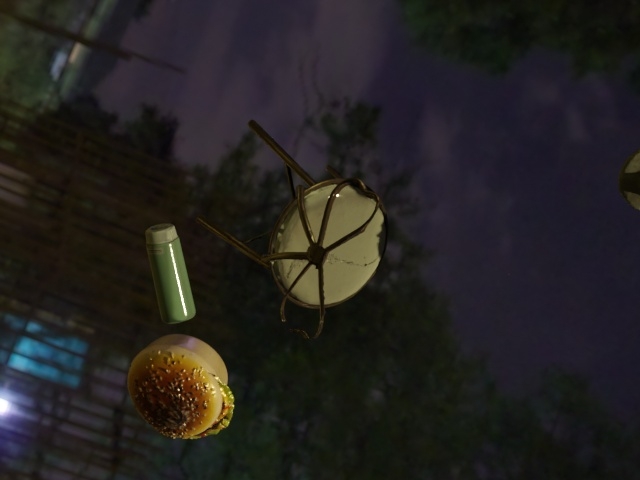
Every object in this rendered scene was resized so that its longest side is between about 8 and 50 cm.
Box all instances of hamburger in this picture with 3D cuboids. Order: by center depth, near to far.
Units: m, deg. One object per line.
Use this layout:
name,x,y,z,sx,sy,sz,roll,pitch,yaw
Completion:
hamburger,-0.173,0.187,1.543,0.126,0.141,0.081,-22,-157,26

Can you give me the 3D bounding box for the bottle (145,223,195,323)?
bottle,-0.129,0.028,1.065,0.030,0.030,0.083,-141,-141,-70

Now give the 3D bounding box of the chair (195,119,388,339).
chair,0.000,0.000,1.309,0.160,0.170,0.325,-60,-145,5

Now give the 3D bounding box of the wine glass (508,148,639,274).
wine glass,0.339,0.064,1.370,0.264,0.096,0.309,-46,-160,28
